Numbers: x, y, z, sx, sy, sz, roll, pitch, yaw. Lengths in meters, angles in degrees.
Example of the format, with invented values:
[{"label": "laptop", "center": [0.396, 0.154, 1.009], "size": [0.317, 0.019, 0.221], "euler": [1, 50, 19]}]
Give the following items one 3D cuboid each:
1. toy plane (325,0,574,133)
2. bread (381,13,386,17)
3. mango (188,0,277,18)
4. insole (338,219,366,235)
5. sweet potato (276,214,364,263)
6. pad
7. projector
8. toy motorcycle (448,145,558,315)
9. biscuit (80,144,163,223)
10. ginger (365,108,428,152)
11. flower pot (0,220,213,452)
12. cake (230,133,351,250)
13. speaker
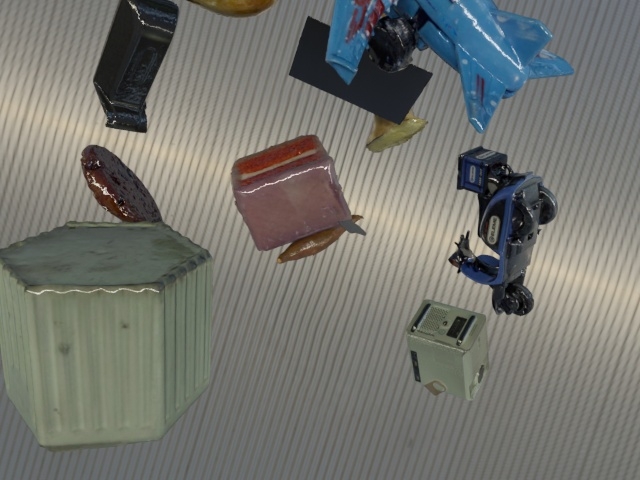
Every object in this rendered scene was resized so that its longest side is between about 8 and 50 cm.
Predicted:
[{"label": "toy plane", "center": [0.073, -0.208, 0.468], "size": [0.254, 0.105, 0.271], "euler": [-33, 75, -28]}, {"label": "bread", "center": [0.225, -0.697, 1.744], "size": [0.140, 0.106, 0.236], "euler": [-41, 54, 15]}, {"label": "mango", "center": [-0.246, -0.604, 1.403], "size": [0.317, 0.192, 0.146], "euler": [9, 128, 9]}, {"label": "insole", "center": [0.060, -0.023, 1.117], "size": [0.045, 0.135, 0.002], "euler": [43, 102, 12]}, {"label": "sweet potato", "center": [0.000, 0.000, 1.828], "size": [0.314, 0.066, 0.072], "euler": [-25, 113, -20]}, {"label": "pad", "center": [0.085, -0.381, 1.383], "size": [0.300, 0.202, 0.005], "euler": [23, 62, -5]}, {"label": "projector", "center": [0.338, 0.293, 1.582], "size": [0.177, 0.163, 0.242], "euler": [15, 136, 32]}, {"label": "toy motorcycle", "center": [0.375, -0.006, 1.288], "size": [0.125, 0.213, 0.358], "euler": [-23, 124, -34]}, {"label": "biscuit", "center": [-0.353, -0.087, 1.071], "size": [0.049, 0.192, 0.192], "euler": [-32, 93, 4]}, {"label": "ginger", "center": [0.177, -0.317, 1.649], "size": [0.193, 0.115, 0.122], "euler": [-33, 80, 46]}, {"label": "flower pot", "center": [-0.243, 0.095, 0.696], "size": [0.209, 0.239, 0.189], "euler": [-12, 114, -39]}, {"label": "cake", "center": [-0.095, -0.142, 1.770], "size": [0.309, 0.237, 0.230], "euler": [-18, 121, -2]}, {"label": "speaker", "center": [-0.561, -0.545, 1.863], "size": [0.388, 0.180, 0.184], "euler": [-55, 52, 33]}]
